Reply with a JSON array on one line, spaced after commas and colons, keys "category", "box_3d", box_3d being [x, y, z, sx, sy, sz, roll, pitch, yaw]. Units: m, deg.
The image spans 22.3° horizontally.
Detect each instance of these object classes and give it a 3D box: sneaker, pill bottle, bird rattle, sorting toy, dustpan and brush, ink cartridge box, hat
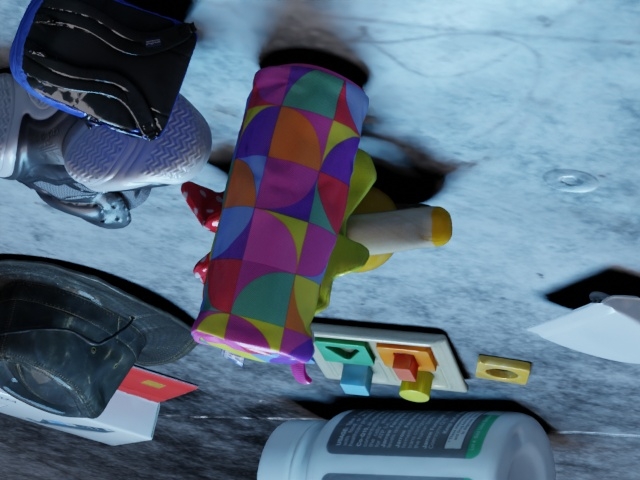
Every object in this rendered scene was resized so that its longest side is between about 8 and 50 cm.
[{"category": "sneaker", "box_3d": [-0.169, -0.073, 1.358, 0.268, 0.101, 0.153, 8, 164, 37]}, {"category": "pill bottle", "box_3d": [0.110, 0.324, 2.140, 0.361, 0.204, 0.204, -2, 156, 32]}, {"category": "bird rattle", "box_3d": [0.000, 0.000, 1.431, 0.207, 0.143, 0.253, -3, 175, -21]}, {"category": "sorting toy", "box_3d": [0.073, 0.150, 1.915, 0.347, 0.047, 0.196, 4, 159, 17]}, {"category": "dustpan and brush", "box_3d": [0.331, 0.091, 1.629, 0.211, 0.060, 0.147, 24, 158, -16]}, {"category": "ink cartridge box", "box_3d": [-0.361, 0.211, 2.281, 0.296, 0.066, 0.261, 21, 159, -26]}, {"category": "hat", "box_3d": [-0.307, 0.138, 1.958, 0.331, 0.134, 0.331, 9, 159, 3]}]

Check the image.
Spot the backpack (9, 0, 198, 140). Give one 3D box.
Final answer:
[{"category": "backpack", "box_3d": [-0.169, -0.133, 1.200, 0.120, 0.098, 0.101, 18, 179, -24]}]

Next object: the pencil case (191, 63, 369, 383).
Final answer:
[{"category": "pencil case", "box_3d": [-0.029, -0.016, 1.245, 0.104, 0.236, 0.104, 12, 171, 2]}]
